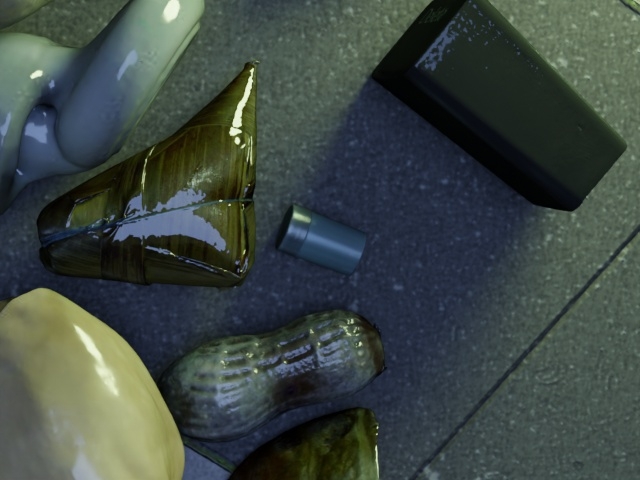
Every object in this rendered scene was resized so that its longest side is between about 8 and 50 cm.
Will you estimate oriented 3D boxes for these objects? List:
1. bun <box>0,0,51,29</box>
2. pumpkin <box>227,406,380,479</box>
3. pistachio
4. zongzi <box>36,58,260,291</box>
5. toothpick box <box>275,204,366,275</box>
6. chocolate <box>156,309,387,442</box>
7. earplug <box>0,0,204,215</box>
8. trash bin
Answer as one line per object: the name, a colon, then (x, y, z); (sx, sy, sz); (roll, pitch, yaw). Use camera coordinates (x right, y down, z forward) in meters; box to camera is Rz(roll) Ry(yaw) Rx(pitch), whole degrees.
bun: (-0.355, -0.353, 1.468); (0.365, 0.219, 0.365); (1, 80, -3)
pumpkin: (-0.029, 0.324, 1.590); (0.148, 0.169, 0.312); (5, 92, -12)
pistachio: (-0.253, 0.204, 1.537); (0.214, 0.193, 0.318); (-21, 89, -32)
zongzi: (-0.172, -0.074, 1.580); (0.221, 0.112, 0.242); (3, 85, -9)
toothpick box: (0.000, 0.000, 1.637); (0.083, 0.052, 0.052); (21, 90, -11)
chocolate: (-0.049, 0.139, 1.610); (0.248, 0.110, 0.110); (-20, 96, -5)
earplug: (-0.253, -0.151, 1.512); (0.326, 0.214, 0.175); (-27, 97, 0)
trash bin: (0.186, -0.141, 1.606); (0.225, 0.165, 0.115); (39, 86, -12)
